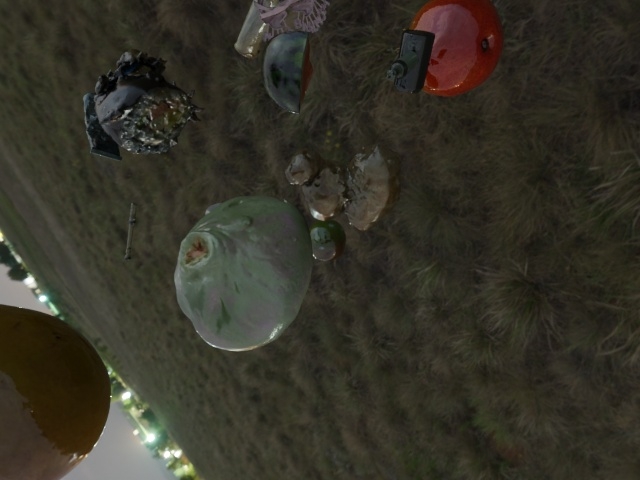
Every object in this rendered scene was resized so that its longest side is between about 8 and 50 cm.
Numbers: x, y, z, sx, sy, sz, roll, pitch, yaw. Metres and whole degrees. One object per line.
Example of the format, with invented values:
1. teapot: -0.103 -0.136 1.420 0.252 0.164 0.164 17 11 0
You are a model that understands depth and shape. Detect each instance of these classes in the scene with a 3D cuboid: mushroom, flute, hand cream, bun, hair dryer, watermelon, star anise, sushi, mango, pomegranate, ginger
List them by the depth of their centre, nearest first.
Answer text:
1. mango: -0.550 0.227 0.612 0.446 0.299 0.232 21 -174 -15
2. hair dryer: 0.137 -0.283 0.681 0.057 0.197 0.100 17 126 17
3. bun: -0.161 0.044 0.723 0.187 0.292 0.293 24 170 -40
4. pomegranate: 0.292 -0.452 0.962 0.257 0.221 0.220 35 145 43
5. watermelon: -0.082 -0.435 1.031 0.192 0.137 0.145 57 175 12
6. sushi: -0.462 -0.355 1.046 0.218 0.239 0.225 60 -174 16
7. ginger: 0.058 -0.143 1.103 0.305 0.155 0.244 1 130 -1
8. hand cream: -0.599 -0.317 1.122 0.247 0.076 0.052 62 143 28
9. star anise: -0.415 -0.405 1.243 0.141 0.042 0.141 16 148 10
10. mushroom: -0.210 -0.787 1.446 0.095 0.123 0.351 51 145 6
11. flute: -0.706 -0.033 1.542 0.027 0.027 0.232 33 116 31
12. pomegranate: 0.000 0.000 1.689 0.180 0.210 0.179 175 90 -86

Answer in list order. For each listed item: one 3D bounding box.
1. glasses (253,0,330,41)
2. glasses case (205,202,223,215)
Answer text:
1. glasses: -0.097 -0.724 1.324 0.256 0.095 0.162 -11 131 24
2. glasses case: -0.348 -0.037 1.455 0.059 0.092 0.233 86 168 -56
